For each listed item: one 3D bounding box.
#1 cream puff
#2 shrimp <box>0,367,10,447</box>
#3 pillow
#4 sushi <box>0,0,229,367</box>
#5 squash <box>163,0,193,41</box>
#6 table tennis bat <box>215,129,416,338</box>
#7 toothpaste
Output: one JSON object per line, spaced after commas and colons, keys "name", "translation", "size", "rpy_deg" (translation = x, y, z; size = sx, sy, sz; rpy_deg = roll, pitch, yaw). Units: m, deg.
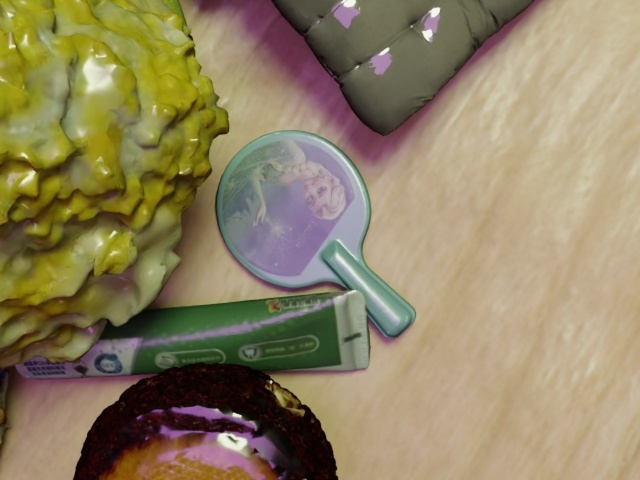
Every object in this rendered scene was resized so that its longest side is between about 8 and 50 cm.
{"name": "cream puff", "translation": [-0.101, 0.220, 0.641], "size": [0.239, 0.165, 0.239], "rpy_deg": [1, 100, 5]}
{"name": "shrimp", "translation": [-0.446, 0.223, 0.739], "size": [0.286, 0.068, 0.185], "rpy_deg": [-3, 90, 16]}
{"name": "pillow", "translation": [0.099, -0.276, 0.581], "size": [0.326, 0.101, 0.228], "rpy_deg": [-41, 107, -2]}
{"name": "sushi", "translation": [-0.282, -0.071, 0.552], "size": [0.396, 0.240, 0.351], "rpy_deg": [-44, 72, 28]}
{"name": "squash", "translation": [-0.187, -0.255, 0.654], "size": [0.095, 0.095, 0.188], "rpy_deg": [-18, 91, 7]}
{"name": "table tennis bat", "translation": [0.000, 0.000, 0.685], "size": [0.149, 0.038, 0.237], "rpy_deg": [-43, 86, 6]}
{"name": "toothpaste", "translation": [-0.148, 0.097, 0.690], "size": [0.391, 0.061, 0.099], "rpy_deg": [-4, 125, 5]}
